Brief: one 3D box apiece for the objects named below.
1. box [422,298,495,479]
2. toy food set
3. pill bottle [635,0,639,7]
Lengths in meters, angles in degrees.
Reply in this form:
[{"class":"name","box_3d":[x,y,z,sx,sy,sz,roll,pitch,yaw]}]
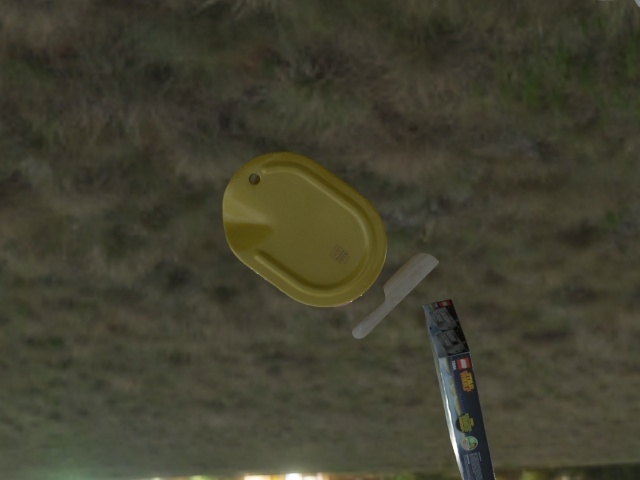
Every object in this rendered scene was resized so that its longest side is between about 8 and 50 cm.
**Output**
[{"class":"box","box_3d":[0.114,0.129,0.889,0.027,0.137,0.094,-13,-157,2]},{"class":"toy food set","box_3d":[0.000,0.000,1.134,0.218,0.128,0.071,37,-177,2]},{"class":"pill bottle","box_3d":[0.196,-0.322,0.818,0.392,0.224,0.224,29,157,-15]}]
